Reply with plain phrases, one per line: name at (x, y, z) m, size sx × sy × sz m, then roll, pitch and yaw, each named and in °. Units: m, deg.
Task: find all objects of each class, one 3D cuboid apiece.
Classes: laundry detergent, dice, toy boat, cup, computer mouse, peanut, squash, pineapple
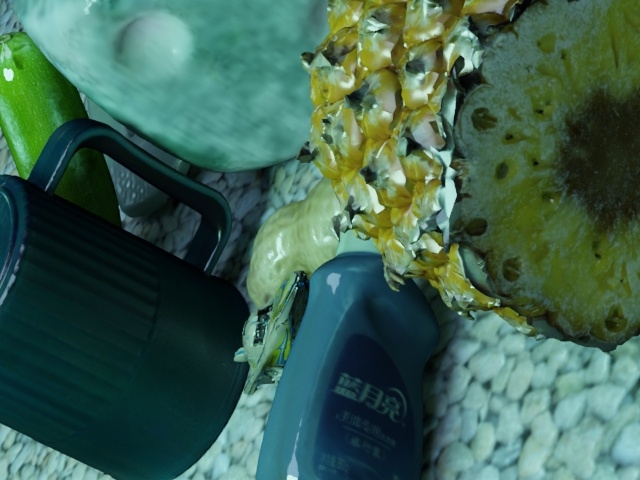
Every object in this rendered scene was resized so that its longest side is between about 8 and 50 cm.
laundry detergent at (0.037, 0.110, 1.356) m, size 0.094 × 0.143 × 0.289 m, roll -25°, pitch 46°, yaw 54°
dice at (-0.118, -0.299, 1.658) m, size 0.330 × 0.348 × 0.328 m, roll -45°, pitch 37°, yaw 15°
toy boat at (-0.036, 0.077, 1.464) m, size 0.210 × 0.066 × 0.084 m, roll 112°, pitch 172°, yaw -61°
cup at (-0.236, 0.070, 1.577) m, size 0.308 × 0.292 × 0.242 m, roll -45°, pitch 38°, yaw 19°
computer mouse at (-0.209, -0.135, 1.878) m, size 0.128 × 0.079 × 0.230 m, roll -36°, pitch 57°, yaw 31°
peanut at (0.001, 0.000, 1.516) m, size 0.228 × 0.086 × 0.104 m, roll -30°, pitch 70°, yaw 42°
squash at (-0.285, -0.074, 1.719) m, size 0.101 × 0.378 × 0.101 m, roll -7°, pitch 39°, yaw 6°
pineapple at (0.159, -0.093, 1.226) m, size 0.352 × 0.352 × 0.300 m, roll -57°, pitch 27°, yaw 2°
